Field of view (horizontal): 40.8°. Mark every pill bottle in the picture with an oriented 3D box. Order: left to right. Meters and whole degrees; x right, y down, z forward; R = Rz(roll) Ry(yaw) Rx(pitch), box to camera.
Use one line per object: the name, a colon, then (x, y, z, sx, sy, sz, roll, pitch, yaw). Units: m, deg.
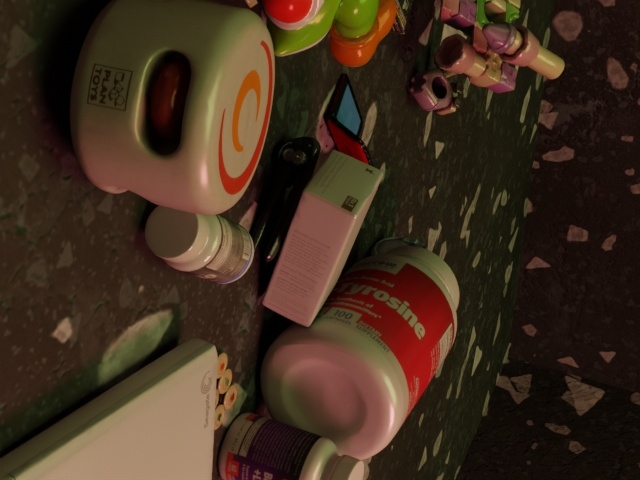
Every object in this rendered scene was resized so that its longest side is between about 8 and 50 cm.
pill bottle: (-0.135, 0.001, 0.970, 0.137, 0.078, 0.078, 32, 73, -67)
pill bottle: (-0.040, 0.327, 1.247, 0.108, 0.194, 0.108, 14, 90, -68)
pill bottle: (0.089, 0.161, 1.422, 0.408, 0.229, 0.229, -41, 139, -57)

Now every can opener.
can opener: (-0.046, -0.058, 1.181, 0.073, 0.059, 0.186, 48, 58, -65)

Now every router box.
router box: (0.121, -0.409, 1.409, 0.122, 0.038, 0.092, 43, 62, -65)

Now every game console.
game console: (0.064, -0.169, 1.362, 0.085, 0.124, 0.144, -43, 151, -8)

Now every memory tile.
memory tile: (-0.155, 0.230, 1.151, 0.113, 0.012, 0.148, 82, 31, -44)

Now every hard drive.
hard drive: (-0.230, 0.275, 0.929, 0.353, 0.047, 0.233, -31, 131, -59)

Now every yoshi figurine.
yoshi figurine: (-0.010, -0.342, 0.901, 0.203, 0.204, 0.362, 65, 4, 17)

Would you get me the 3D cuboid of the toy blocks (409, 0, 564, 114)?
toy blocks: (0.250, -0.420, 1.553, 0.260, 0.309, 0.288, 17, 73, -36)

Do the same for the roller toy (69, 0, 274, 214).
roller toy: (-0.137, -0.129, 0.793, 0.209, 0.146, 0.191, 91, 16, -51)

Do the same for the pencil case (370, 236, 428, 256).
pencil case: (0.149, 0.128, 1.712, 0.124, 0.114, 0.273, -66, 161, -62)

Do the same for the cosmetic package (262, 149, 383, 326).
cosmetic package: (0.000, 0.000, 1.201, 0.117, 0.086, 0.231, -57, 170, -49)

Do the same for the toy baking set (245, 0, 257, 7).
toy baking set: (-0.114, -0.302, 0.723, 0.030, 0.196, 0.256, -34, 158, 4)
